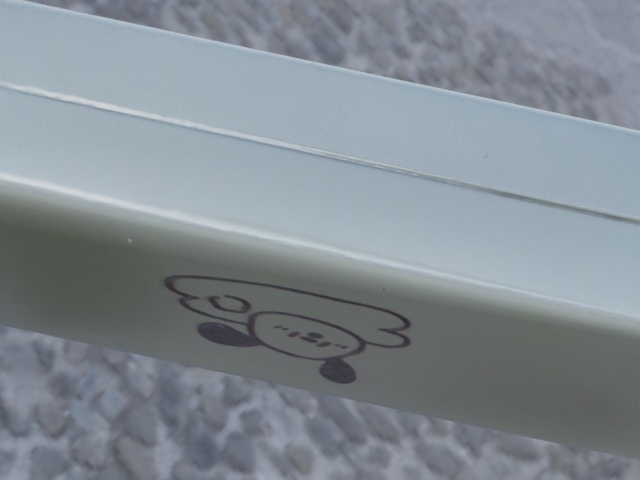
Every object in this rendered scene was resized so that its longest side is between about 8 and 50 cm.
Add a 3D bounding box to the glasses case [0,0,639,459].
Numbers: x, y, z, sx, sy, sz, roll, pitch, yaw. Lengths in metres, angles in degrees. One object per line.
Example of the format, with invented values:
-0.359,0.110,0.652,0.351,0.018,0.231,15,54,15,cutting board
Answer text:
0.000,0.000,0.548,0.313,0.131,0.070,12,66,0,glasses case
